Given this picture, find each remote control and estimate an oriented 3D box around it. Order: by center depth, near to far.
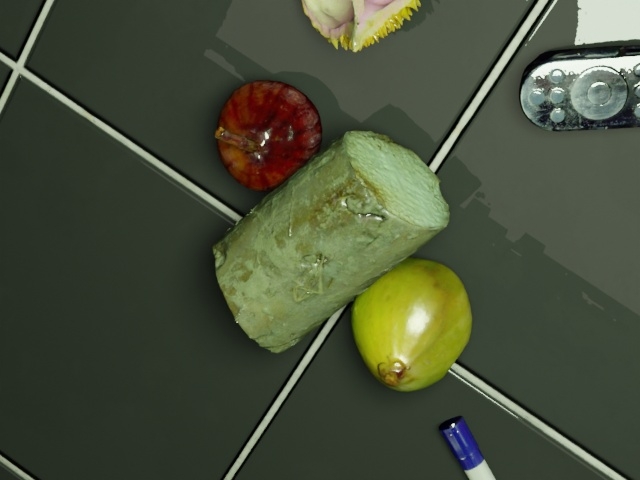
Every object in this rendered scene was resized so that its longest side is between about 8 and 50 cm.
[{"bbox_3d":[0.342,-0.164,1.119,0.266,0.066,0.090,-1,117,12],"label":"remote control"}]

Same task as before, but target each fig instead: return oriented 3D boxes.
[{"bbox_3d":[-0.061,-0.126,1.207,0.128,0.150,0.128,-1,68,2],"label":"fig"},{"bbox_3d":[0.104,0.095,1.224,0.136,0.121,0.153,-8,79,23],"label":"fig"}]

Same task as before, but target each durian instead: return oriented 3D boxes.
[{"bbox_3d":[0.035,-0.296,1.131,0.182,0.132,0.165,44,100,13],"label":"durian"}]

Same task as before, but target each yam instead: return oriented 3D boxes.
[{"bbox_3d":[0.000,0.000,1.188,0.268,0.161,0.161,-37,92,28],"label":"yam"}]

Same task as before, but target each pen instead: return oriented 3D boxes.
[{"bbox_3d":[0.220,0.332,1.295,0.033,0.033,0.269,-28,95,21],"label":"pen"}]
